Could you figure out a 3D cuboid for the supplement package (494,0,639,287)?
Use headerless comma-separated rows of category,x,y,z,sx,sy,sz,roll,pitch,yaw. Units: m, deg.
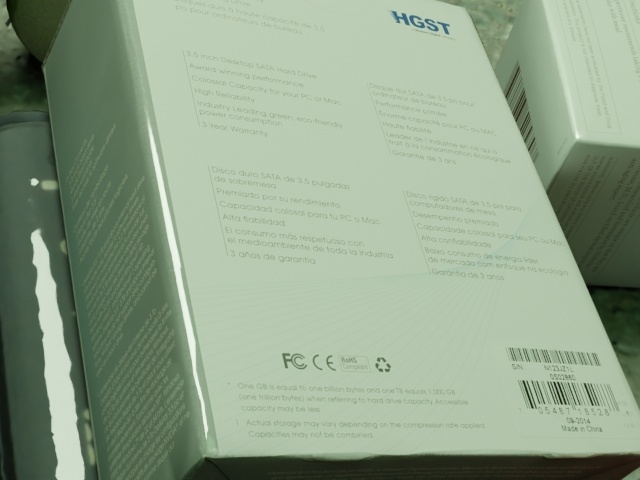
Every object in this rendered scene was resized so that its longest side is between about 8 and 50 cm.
supplement package,0.178,-0.045,0.549,0.179,0.105,0.105,4,53,-10

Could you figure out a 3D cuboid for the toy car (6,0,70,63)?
toy car,-0.113,-0.186,0.575,0.155,0.149,0.188,6,40,-24

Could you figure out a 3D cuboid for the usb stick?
usb stick,-0.089,0.062,0.446,0.077,0.045,0.278,-4,55,-18

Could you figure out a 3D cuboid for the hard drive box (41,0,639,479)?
hard drive box,0.000,0.000,0.457,0.181,0.089,0.232,7,52,-29
